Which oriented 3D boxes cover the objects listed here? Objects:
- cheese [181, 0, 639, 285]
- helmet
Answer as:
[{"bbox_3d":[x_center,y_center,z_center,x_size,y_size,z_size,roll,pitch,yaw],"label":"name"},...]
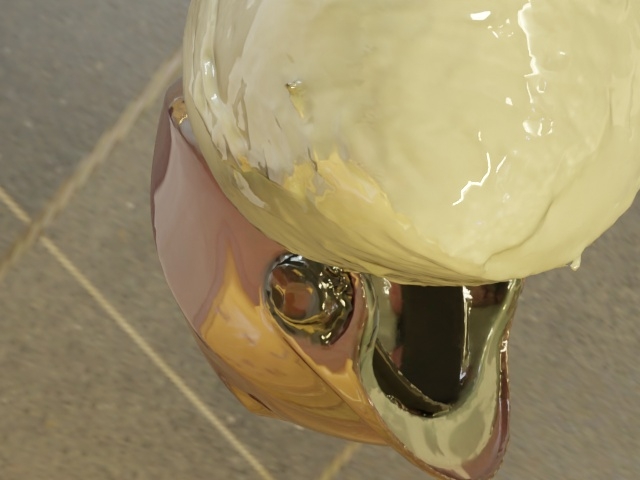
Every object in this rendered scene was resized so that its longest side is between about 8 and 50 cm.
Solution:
[{"bbox_3d":[0.040,-0.077,0.630,0.189,0.154,0.198,-12,64,64],"label":"cheese"},{"bbox_3d":[0.000,0.000,1.299,0.197,0.271,0.338,-7,91,27],"label":"helmet"}]
